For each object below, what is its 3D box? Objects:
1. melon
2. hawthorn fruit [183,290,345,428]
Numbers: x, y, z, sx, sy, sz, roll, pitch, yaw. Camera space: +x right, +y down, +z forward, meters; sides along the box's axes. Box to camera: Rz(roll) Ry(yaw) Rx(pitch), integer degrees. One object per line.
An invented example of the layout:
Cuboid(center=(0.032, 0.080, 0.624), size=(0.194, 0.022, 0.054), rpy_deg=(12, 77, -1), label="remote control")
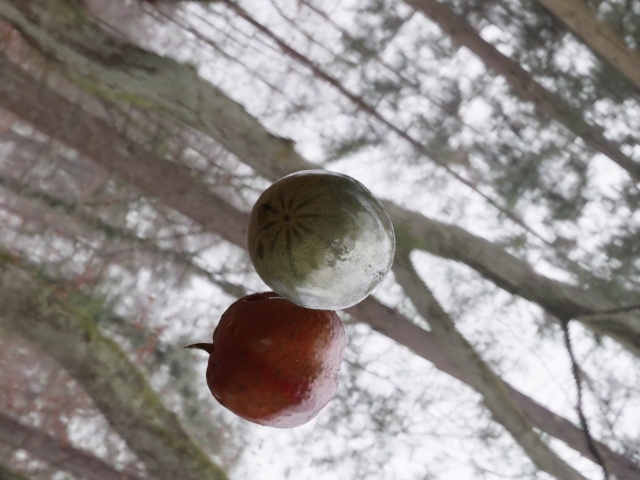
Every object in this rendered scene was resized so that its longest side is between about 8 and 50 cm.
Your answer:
Cuboid(center=(0.000, 0.000, 0.783), size=(0.098, 0.131, 0.098), rpy_deg=(-2, -97, 18), label="melon")
Cuboid(center=(-0.071, 0.145, 1.435), size=(0.179, 0.200, 0.179), rpy_deg=(15, 90, -89), label="hawthorn fruit")
